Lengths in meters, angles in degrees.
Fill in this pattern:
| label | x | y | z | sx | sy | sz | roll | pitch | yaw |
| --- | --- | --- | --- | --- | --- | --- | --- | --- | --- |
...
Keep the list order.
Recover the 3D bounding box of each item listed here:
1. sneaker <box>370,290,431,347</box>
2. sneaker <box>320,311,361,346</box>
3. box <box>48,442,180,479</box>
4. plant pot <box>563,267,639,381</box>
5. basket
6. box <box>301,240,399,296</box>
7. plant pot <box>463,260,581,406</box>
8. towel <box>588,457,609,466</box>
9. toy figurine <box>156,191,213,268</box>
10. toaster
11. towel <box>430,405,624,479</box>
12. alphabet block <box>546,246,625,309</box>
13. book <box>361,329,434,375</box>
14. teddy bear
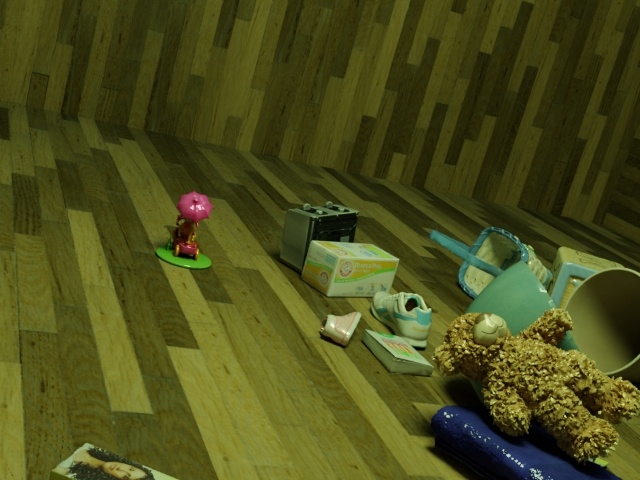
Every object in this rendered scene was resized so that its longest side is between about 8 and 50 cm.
| label | x | y | z | sx | sy | sz | roll | pitch | yaw |
| --- | --- | --- | --- | --- | --- | --- | --- | --- | --- |
| sneaker | 0.186 | 0.155 | 1.989 | 0.087 | 0.092 | 0.229 | 7 | 15 | -24 |
| sneaker | 0.041 | 0.172 | 1.851 | 0.070 | 0.051 | 0.134 | 23 | 19 | 8 |
| box | -0.198 | 0.315 | 1.042 | 0.232 | 0.058 | 0.087 | 19 | 15 | 9 |
| plant pot | 0.745 | 0.228 | 2.079 | 0.274 | 0.256 | 0.256 | 25 | 7 | -33 |
| basket | 0.451 | 0.064 | 2.393 | 0.289 | 0.201 | 0.255 | 19 | 12 | -29 |
| box | 0.072 | 0.070 | 2.165 | 0.203 | 0.103 | 0.114 | 4 | 18 | -39 |
| plant pot | 0.363 | 0.210 | 1.692 | 0.195 | 0.290 | 0.290 | -27 | 15 | 4 |
| towel | 0.465 | 0.387 | 1.578 | 0.083 | 0.009 | 0.060 | 4 | 18 | -39 |
| toy figurine | -0.300 | -0.038 | 2.061 | 0.130 | 0.159 | 0.173 | 12 | 14 | -16 |
| toaster | 0.000 | 0.000 | 2.241 | 0.168 | 0.185 | 0.110 | -8 | 25 | -41 |
| towel | 0.343 | 0.366 | 1.423 | 0.228 | 0.076 | 0.308 | 12 | 13 | -43 |
| alphabet block | 0.707 | 0.146 | 2.392 | 0.194 | 0.192 | 0.197 | 19 | 16 | 6 |
| book | 0.156 | 0.229 | 1.811 | 0.096 | 0.035 | 0.144 | 13 | 13 | -26 |
| teddy bear | 0.353 | 0.217 | 1.455 | 0.245 | 0.113 | 0.338 | -33 | 59 | -13 |
